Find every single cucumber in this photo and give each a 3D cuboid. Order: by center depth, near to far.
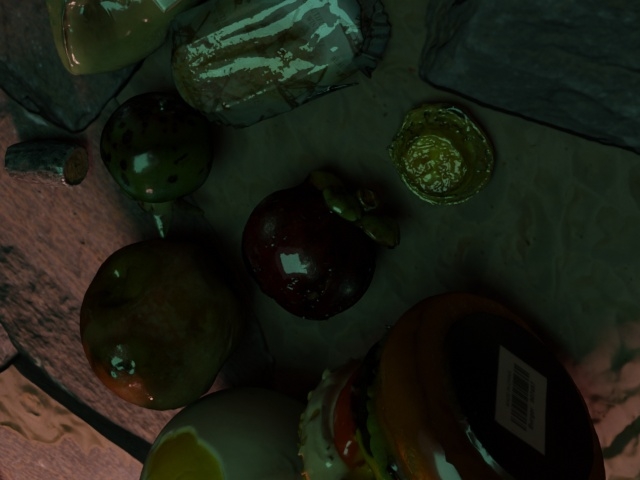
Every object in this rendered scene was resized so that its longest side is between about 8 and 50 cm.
[{"bbox_3d":[-0.363,-0.103,1.748,0.112,0.064,0.064,6,118,26],"label":"cucumber"}]

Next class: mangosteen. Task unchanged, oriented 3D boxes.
[{"bbox_3d":[0.000,0.000,1.580,0.180,0.166,0.166,-42,94,10],"label":"mangosteen"}]

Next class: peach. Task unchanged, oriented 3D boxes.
[{"bbox_3d":[-0.202,0.108,1.680,0.214,0.235,0.214,7,122,12],"label":"peach"}]

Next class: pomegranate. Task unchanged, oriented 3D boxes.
[{"bbox_3d":[-0.195,-0.104,1.632,0.148,0.148,0.169,22,158,14],"label":"pomegranate"}]

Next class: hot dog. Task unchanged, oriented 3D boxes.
[{"bbox_3d":[-0.053,-0.228,1.523,0.270,0.082,0.162,-19,115,24],"label":"hot dog"}]

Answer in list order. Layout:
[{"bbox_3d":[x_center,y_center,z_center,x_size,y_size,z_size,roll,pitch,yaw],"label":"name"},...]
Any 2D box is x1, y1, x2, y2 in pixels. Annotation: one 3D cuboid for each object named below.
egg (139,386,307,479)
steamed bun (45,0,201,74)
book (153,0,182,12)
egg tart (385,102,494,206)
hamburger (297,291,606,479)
[{"bbox_3d":[-0.091,0.324,1.689,0.283,0.345,0.283,-3,108,-10],"label":"egg"},{"bbox_3d":[-0.259,-0.283,1.575,0.231,0.110,0.212,26,124,14],"label":"steamed bun"},{"bbox_3d":[-0.179,-0.416,1.466,0.202,0.027,0.264,-37,96,11],"label":"book"},{"bbox_3d":[0.133,-0.094,1.520,0.130,0.052,0.130,12,123,19],"label":"egg tart"},{"bbox_3d":[0.147,0.246,1.531,0.330,0.330,0.250,48,126,-4],"label":"hamburger"}]
